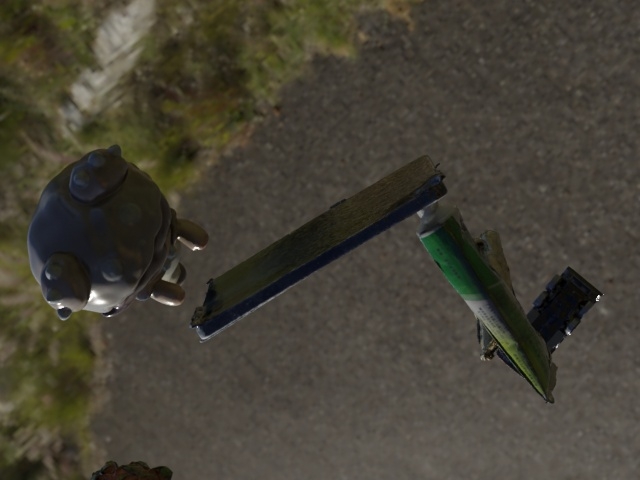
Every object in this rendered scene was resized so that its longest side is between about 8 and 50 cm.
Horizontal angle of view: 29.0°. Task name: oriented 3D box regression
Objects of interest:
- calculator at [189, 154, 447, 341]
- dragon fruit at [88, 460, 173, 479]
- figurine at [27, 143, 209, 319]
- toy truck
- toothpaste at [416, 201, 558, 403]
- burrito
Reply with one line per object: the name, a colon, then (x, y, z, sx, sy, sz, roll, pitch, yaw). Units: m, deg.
calculator: (0.000, 0.000, 1.139, 0.021, 0.262, 0.161, 58, -172, -11)
dragon fruit: (-0.304, 0.397, 1.884, 0.236, 0.137, 0.135, 20, 107, 44)
figurine: (-0.292, -0.003, 1.814, 0.203, 0.248, 0.380, 20, 179, 16)
toy truck: (0.378, 0.138, 2.051, 0.083, 0.192, 0.092, 41, -177, 11)
toothpaste: (0.163, 0.049, 1.205, 0.047, 0.078, 0.248, -30, 104, 24)
burrito: (0.200, 0.063, 1.433, 0.055, 0.041, 0.149, -16, 78, 45)
